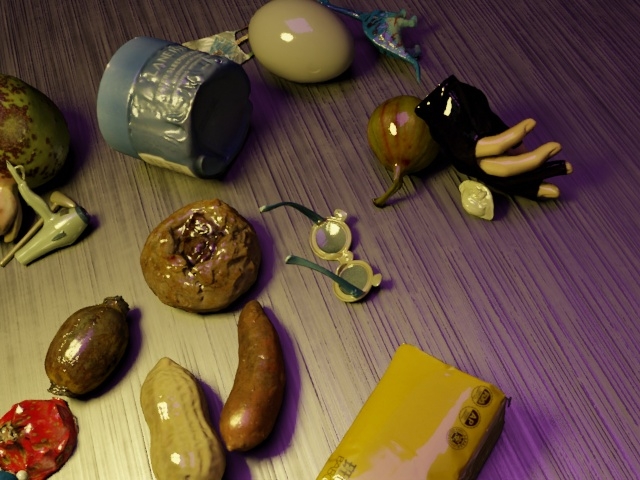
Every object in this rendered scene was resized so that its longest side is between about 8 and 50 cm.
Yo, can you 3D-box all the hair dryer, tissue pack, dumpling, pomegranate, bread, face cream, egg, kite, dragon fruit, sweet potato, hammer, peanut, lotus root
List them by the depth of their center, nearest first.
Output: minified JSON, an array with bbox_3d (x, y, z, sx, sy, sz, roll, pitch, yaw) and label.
[{"bbox_3d":[0.136,0.314,1.157,0.192,0.134,0.271,25,66,26],"label":"tissue pack"},{"bbox_3d":[-0.230,0.306,1.258,0.123,0.123,0.257,-26,46,-5],"label":"peanut"},{"bbox_3d":[-0.106,0.223,1.302,0.097,0.097,0.292,-3,48,11],"label":"sweet potato"},{"bbox_3d":[-0.498,0.320,1.312,0.153,0.111,0.153,-4,58,6],"label":"dragon fruit"},{"bbox_3d":[-0.409,0.185,1.377,0.120,0.120,0.209,18,64,22],"label":"lotus root"},{"bbox_3d":[0.286,-0.075,1.419,0.052,0.057,0.076,-10,56,6],"label":"dumpling"},{"bbox_3d":[-0.223,0.022,1.434,0.230,0.123,0.230,-7,54,10],"label":"bread"},{"bbox_3d":[-0.580,-0.041,1.531,0.167,0.199,0.067,-49,27,6],"label":"hair dryer"},{"bbox_3d":[-0.281,-0.265,1.554,0.225,0.249,0.249,18,63,19],"label":"face cream"},{"bbox_3d":[-0.666,-0.163,1.584,0.285,0.285,0.341,-2,80,11],"label":"pomegranate"},{"bbox_3d":[-0.584,-0.016,1.600,0.060,0.028,0.195,31,72,20],"label":"hammer"},{"bbox_3d":[-0.036,-0.422,1.643,0.232,0.176,0.176,16,63,16],"label":"egg"},{"bbox_3d":[-0.192,-0.443,1.790,0.310,0.015,0.169,-23,56,0],"label":"kite"}]

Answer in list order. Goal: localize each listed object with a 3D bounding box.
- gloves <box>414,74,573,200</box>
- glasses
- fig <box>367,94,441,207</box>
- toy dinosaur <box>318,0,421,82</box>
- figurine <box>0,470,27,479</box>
[{"bbox_3d":[0.309,-0.176,1.390,0.301,0.152,0.197,29,23,7],"label":"gloves"},{"bbox_3d":[-0.020,0.019,1.358,0.088,0.220,0.190,-48,52,28],"label":"glasses"},{"bbox_3d":[0.151,-0.184,1.467,0.148,0.142,0.186,-13,43,28],"label":"fig"},{"bbox_3d":[0.146,-0.448,1.657,0.144,0.076,0.329,-26,60,-33],"label":"toy dinosaur"},{"bbox_3d":[-0.584,0.448,1.222,0.164,0.121,0.262,43,88,-2],"label":"figurine"}]
